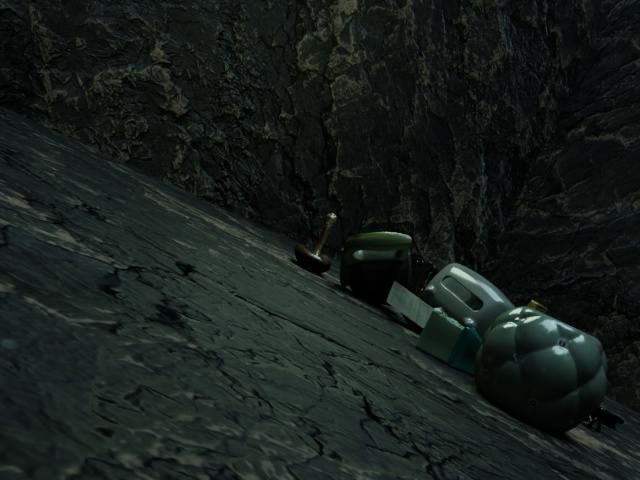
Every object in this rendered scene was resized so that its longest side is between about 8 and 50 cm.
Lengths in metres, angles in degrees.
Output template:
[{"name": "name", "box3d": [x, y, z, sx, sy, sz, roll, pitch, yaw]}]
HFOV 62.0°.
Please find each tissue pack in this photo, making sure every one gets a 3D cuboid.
[{"name": "tissue pack", "box3d": [0.534, 0.237, 1.917, 0.333, 0.229, 0.236, 44, 2, 44]}]

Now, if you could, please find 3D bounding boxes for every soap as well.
[{"name": "soap", "box3d": [0.712, 0.334, 1.848, 0.092, 0.252, 0.037, 23, -1, -44]}]

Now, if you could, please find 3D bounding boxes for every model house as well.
[{"name": "model house", "box3d": [0.316, 0.240, 1.249, 0.148, 0.101, 0.127, 29, 3, 22]}]

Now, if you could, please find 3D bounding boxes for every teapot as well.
[{"name": "teapot", "box3d": [0.179, 0.096, 1.761, 0.239, 0.240, 0.321, 3, -1, 0]}]

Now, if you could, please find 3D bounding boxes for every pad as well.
[{"name": "pad", "box3d": [0.318, 0.225, 1.597, 0.265, 0.009, 0.159, 35, 25, 2]}]

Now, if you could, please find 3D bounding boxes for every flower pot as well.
[{"name": "flower pot", "box3d": [0.429, 0.247, 1.045, 0.246, 0.195, 0.246, 27, 2, -1]}]

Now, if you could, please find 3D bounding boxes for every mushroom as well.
[{"name": "mushroom", "box3d": [0.000, 0.000, 1.902, 0.147, 0.218, 0.227, 26, 1, -14]}]

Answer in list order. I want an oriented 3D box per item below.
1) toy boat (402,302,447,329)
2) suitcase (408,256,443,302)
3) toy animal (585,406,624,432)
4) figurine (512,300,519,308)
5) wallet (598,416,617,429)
[{"name": "toy boat", "box3d": [0.331, 0.239, 1.679, 0.260, 0.085, 0.078, 24, 36, -48]}, {"name": "suitcase", "box3d": [0.526, 0.243, 2.255, 0.334, 0.230, 0.152, 25, 2, -13]}, {"name": "toy animal", "box3d": [0.674, 0.433, 1.341, 0.220, 0.062, 0.108, 20, 2, -1]}, {"name": "figurine", "box3d": [0.705, 0.340, 2.010, 0.183, 0.226, 0.160, 26, 3, 12]}, {"name": "wallet", "box3d": [0.817, 0.512, 1.644, 0.110, 0.031, 0.198, 26, 2, -15]}]
